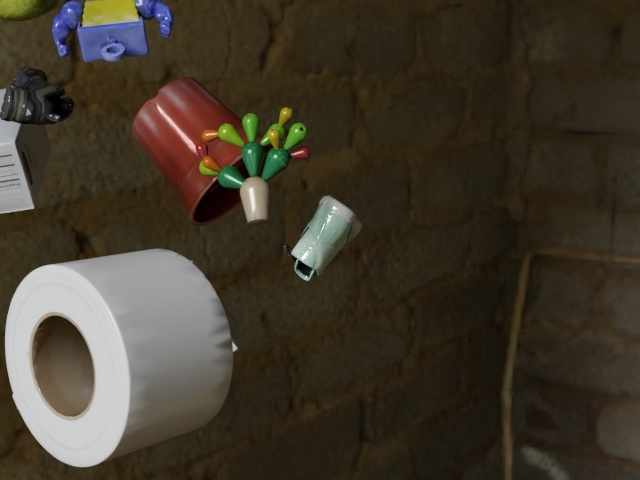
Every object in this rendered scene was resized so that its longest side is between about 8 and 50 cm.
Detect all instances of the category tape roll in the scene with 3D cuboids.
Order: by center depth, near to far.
[{"bbox_3d":[-0.252,0.139,1.243,0.246,0.246,0.169,9,12,38],"label":"tape roll"}]

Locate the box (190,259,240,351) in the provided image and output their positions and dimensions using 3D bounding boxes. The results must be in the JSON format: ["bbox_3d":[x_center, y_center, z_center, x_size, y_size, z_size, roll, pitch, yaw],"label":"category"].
[{"bbox_3d":[-0.283,0.170,2.013,0.181,0.182,0.119,-31,17,9],"label":"box"}]

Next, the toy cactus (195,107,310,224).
[{"bbox_3d":[-0.105,-0.112,1.602,0.219,0.180,0.112,-12,-17,22],"label":"toy cactus"}]

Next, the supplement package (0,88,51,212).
[{"bbox_3d":[-0.648,-0.171,1.929,0.204,0.145,0.262,-8,33,-2],"label":"supplement package"}]

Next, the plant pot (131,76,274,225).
[{"bbox_3d":[-0.283,-0.221,2.348,0.265,0.272,0.272,46,26,12],"label":"plant pot"}]

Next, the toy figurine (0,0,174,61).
[{"bbox_3d":[-0.367,-0.377,1.607,0.362,0.191,0.217,-7,56,-8],"label":"toy figurine"}]

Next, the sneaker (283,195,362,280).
[{"bbox_3d":[0.000,0.000,1.868,0.094,0.151,0.256,35,0,6],"label":"sneaker"}]

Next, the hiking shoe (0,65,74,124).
[{"bbox_3d":[-0.499,-0.246,1.793,0.114,0.086,0.227,18,20,-13],"label":"hiking shoe"}]
